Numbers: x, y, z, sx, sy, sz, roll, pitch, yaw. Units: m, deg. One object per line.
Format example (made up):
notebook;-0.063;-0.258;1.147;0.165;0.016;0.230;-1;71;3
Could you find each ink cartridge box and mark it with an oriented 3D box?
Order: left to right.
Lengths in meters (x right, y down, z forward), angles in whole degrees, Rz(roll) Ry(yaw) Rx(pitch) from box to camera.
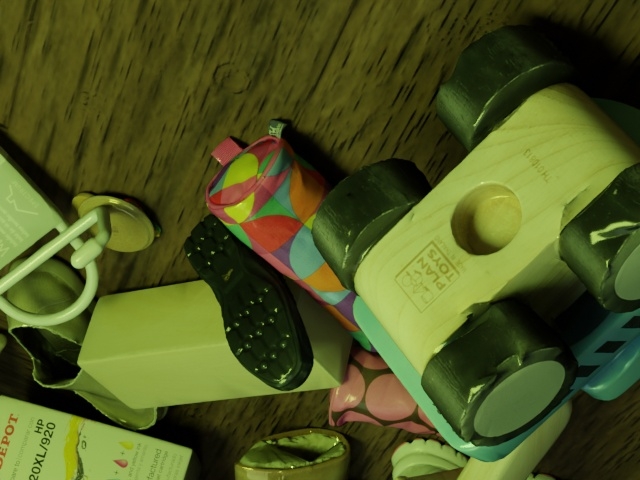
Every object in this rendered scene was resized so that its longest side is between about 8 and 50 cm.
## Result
ink cartridge box;-0.276;0.298;1.755;0.233;0.171;0.168;15;166;3

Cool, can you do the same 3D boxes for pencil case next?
pencil case;0.000;0.000;1.382;0.104;0.104;0.236;-22;124;40
pencil case;0.114;0.169;1.538;0.209;0.095;0.098;13;133;5

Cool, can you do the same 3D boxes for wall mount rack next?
wall mount rack;-0.379;0.003;1.416;0.304;0.130;0.350;-38;114;8

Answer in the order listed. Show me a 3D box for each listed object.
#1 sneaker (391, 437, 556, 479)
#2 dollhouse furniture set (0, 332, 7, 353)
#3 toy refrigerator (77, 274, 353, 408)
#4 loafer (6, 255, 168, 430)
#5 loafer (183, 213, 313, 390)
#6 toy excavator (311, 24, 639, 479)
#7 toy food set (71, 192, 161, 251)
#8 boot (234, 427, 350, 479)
sneaker;0.188;0.313;1.662;0.252;0.111;0.103;16;142;4
dollhouse furniture set;-0.526;0.125;1.669;0.301;0.197;0.151;36;137;-19
toy refrigerator;-0.106;0.098;1.548;0.269;0.094;0.102;-10;140;33
loafer;-0.262;0.131;1.650;0.102;0.092;0.268;-10;133;32
loafer;-0.055;0.058;1.403;0.076;0.223;0.078;-47;134;13
toy excavator;0.171;0.099;1.286;0.433;0.222;0.445;-45;145;10
toy food set;-0.202;-0.018;1.504;0.083;0.020;0.082;-7;135;29
boot;-0.088;0.346;1.735;0.236;0.089;0.269;-12;128;-21
